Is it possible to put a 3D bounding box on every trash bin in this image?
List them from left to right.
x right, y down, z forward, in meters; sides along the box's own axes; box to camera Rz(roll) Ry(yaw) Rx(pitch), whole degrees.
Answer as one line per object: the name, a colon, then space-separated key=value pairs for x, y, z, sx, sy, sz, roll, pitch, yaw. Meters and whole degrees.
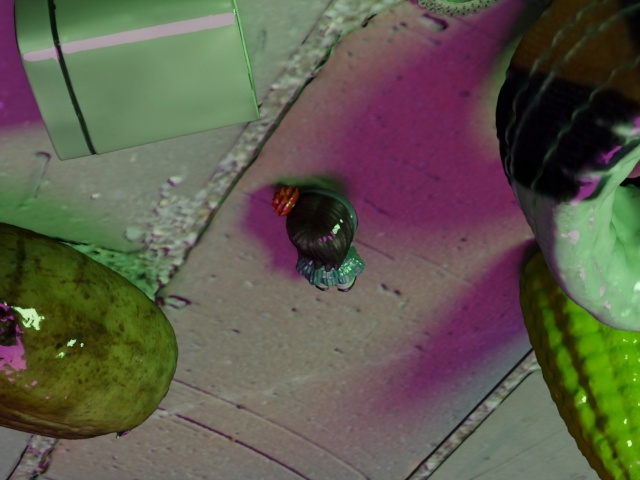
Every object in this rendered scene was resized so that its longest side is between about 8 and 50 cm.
trash bin: x=-0.110 y=-0.109 z=1.076 sx=0.130 sy=0.059 sz=0.116 roll=-11 pitch=143 yaw=0

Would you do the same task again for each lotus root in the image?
lotus root: x=-0.211 y=0.061 z=1.208 sx=0.145 sy=0.128 sz=0.260 roll=-27 pitch=138 yaw=35

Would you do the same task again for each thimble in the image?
thimble: x=0.235 y=-0.062 z=1.111 sx=0.237 sy=0.150 sz=0.237 roll=-8 pitch=130 yaw=-10

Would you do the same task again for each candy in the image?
candy: x=0.209 y=0.098 z=1.281 sx=0.096 sy=0.209 sz=0.097 roll=-11 pitch=153 yaw=-6

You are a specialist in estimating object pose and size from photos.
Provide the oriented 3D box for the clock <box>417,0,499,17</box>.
clock: x=0.089 y=-0.168 z=1.084 sx=0.074 sy=0.010 sz=0.083 roll=1 pitch=141 yaw=-13

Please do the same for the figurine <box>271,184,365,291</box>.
figurine: x=0.000 y=0.000 z=1.247 sx=0.060 sy=0.047 sz=0.106 roll=21 pitch=154 yaw=20
